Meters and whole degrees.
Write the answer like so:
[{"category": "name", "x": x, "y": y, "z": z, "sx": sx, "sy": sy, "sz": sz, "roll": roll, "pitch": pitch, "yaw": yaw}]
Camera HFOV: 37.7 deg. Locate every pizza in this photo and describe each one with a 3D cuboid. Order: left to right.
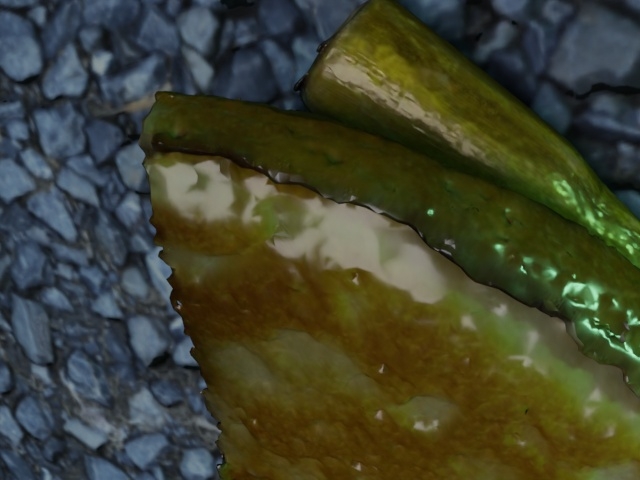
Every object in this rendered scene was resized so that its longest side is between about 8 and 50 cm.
[{"category": "pizza", "x": 0.046, "y": 0.120, "z": 0.582, "sx": 0.440, "sy": 0.130, "sz": 0.406, "roll": 34, "pitch": 136, "yaw": -4}]

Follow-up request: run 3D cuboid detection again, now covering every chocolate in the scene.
[{"category": "chocolate", "x": 0.095, "y": -0.043, "z": 0.508, "sx": 0.219, "sy": 0.085, "sz": 0.085, "roll": 36, "pitch": 123, "yaw": 4}]

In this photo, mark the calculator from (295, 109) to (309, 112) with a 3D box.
[{"category": "calculator", "x": 0.000, "y": 0.000, "z": 0.604, "sx": 0.057, "sy": 0.018, "sz": 0.172, "roll": 11, "pitch": 117, "yaw": 21}]
